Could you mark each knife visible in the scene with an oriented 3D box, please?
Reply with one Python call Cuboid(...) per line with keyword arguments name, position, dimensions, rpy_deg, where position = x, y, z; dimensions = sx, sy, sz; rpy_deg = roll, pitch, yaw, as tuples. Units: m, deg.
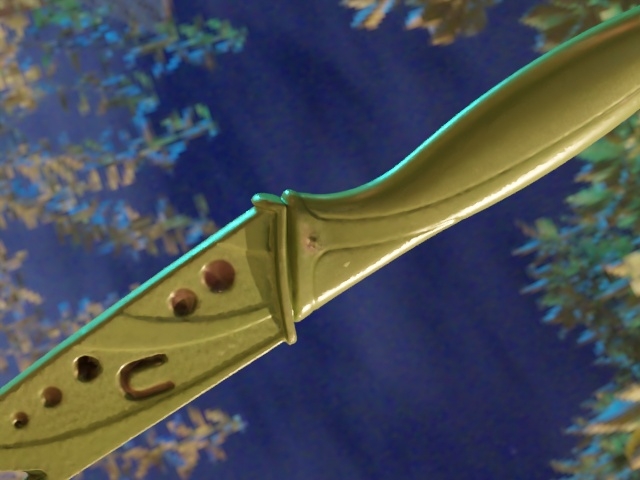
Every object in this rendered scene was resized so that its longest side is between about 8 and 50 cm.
Cuboid(name="knife", position=(0.000, 0.000, 0.313), dimensions=(0.030, 0.207, 0.014), rpy_deg=(58, -4, -22))
